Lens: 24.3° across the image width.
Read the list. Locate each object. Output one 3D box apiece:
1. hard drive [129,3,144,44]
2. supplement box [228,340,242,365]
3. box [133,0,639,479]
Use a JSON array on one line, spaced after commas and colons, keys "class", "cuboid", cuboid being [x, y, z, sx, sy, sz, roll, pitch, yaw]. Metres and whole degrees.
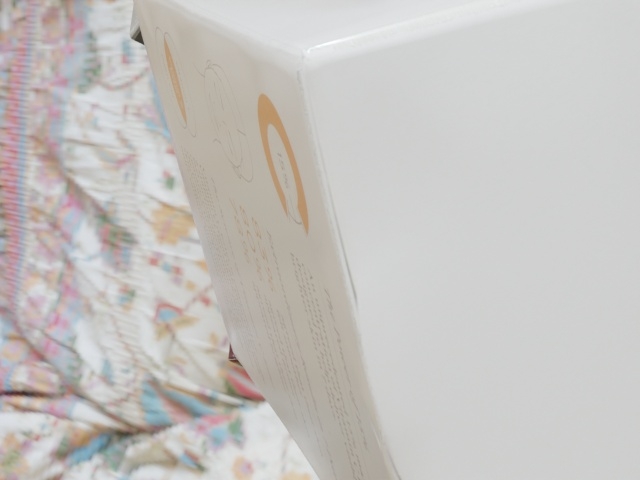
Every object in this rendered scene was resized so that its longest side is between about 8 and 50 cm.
[{"class": "hard drive", "cuboid": [-0.111, -0.234, 1.208, 0.022, 0.135, 0.094, 25, 38, -22]}, {"class": "supplement box", "cuboid": [0.000, 0.000, 1.230, 0.130, 0.073, 0.239, 28, 56, -43]}, {"class": "box", "cuboid": [0.049, -0.018, 0.626, 0.168, 0.345, 0.215, -18, 108, -10]}]
